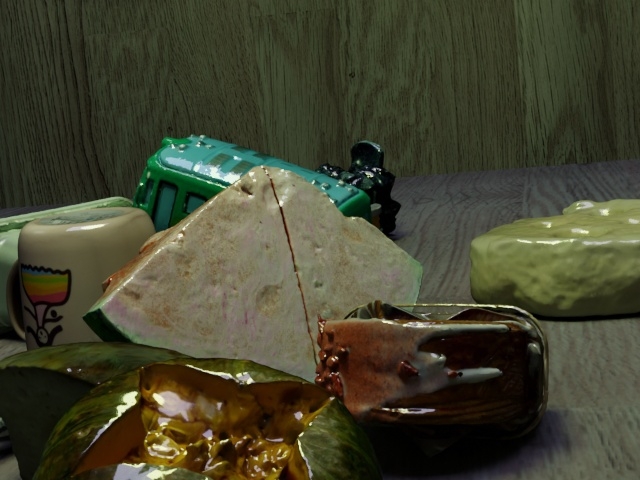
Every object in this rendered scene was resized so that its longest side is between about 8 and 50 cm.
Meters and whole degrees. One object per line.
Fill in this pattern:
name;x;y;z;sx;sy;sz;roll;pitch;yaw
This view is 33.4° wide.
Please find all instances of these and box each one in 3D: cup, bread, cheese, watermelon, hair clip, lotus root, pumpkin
cup;-0.318;0.065;1.395;0.253;0.200;0.191;0;12;35
bread;0.101;0.128;1.009;0.224;0.142;0.212;-1;-3;31
cheese;0.366;0.021;1.490;0.327;0.115;0.318;-6;10;-5
watermelon;-0.094;0.084;1.214;0.222;0.292;0.319;-30;22;50
hair clip;0.037;-0.082;2.103;0.206;0.194;0.310;-20;17;-30
lotus root;-0.153;0.155;0.960;0.314;0.141;0.210;0;10;23
pumpkin;-0.074;0.179;0.707;0.238;0.159;0.238;10;23;-4

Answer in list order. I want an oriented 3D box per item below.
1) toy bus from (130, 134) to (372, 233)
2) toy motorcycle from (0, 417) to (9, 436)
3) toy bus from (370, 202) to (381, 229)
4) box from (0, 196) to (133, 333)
toy bus;-0.101;-0.021;1.499;0.344;0.199;0.183;19;27;19
toy motorcycle;-0.300;0.171;1.156;0.229;0.074;0.151;-14;10;-31
toy bus;0.000;0.000;1.762;0.210;0.136;0.126;1;12;30
box;-0.354;0.049;1.647;0.183;0.175;0.312;13;19;39
